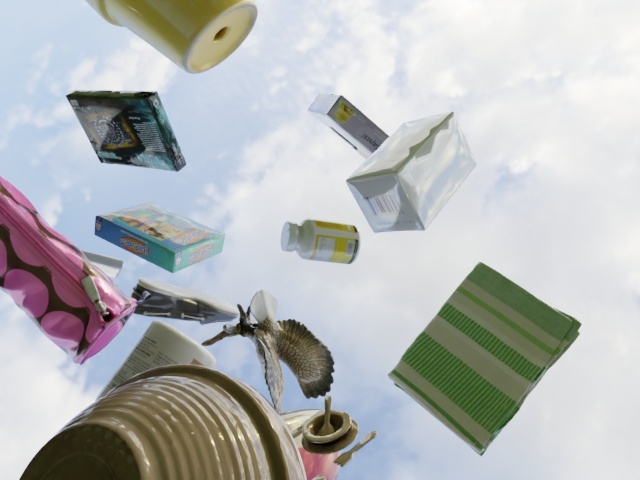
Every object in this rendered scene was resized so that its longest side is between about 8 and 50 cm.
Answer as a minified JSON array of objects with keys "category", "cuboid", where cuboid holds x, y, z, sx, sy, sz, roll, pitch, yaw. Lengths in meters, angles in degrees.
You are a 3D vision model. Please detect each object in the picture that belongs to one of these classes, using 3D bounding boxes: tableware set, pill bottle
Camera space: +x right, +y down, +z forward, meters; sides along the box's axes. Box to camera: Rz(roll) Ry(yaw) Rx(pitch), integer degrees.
[{"category":"tableware set","cuboid":[-0.027,0.291,0.782,0.194,0.039,0.128,-26,-162,-38]},{"category":"pill bottle","cuboid":[-0.283,0.256,0.898,0.131,0.131,0.229,20,-114,32]},{"category":"pill bottle","cuboid":[0.000,0.000,1.371,0.184,0.103,0.103,8,-127,-20]}]

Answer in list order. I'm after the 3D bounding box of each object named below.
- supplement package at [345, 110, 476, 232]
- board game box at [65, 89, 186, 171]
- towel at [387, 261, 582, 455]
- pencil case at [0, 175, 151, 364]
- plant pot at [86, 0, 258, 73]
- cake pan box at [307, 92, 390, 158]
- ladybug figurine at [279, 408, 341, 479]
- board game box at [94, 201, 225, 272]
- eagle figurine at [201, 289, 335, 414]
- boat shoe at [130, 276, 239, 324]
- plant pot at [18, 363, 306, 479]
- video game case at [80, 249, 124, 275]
[{"category":"supplement package","cuboid":[0.144,-0.105,0.863,0.105,0.105,0.179,-3,-144,49]},{"category":"board game box","cuboid":[-0.306,-0.174,0.877,0.186,0.126,0.026,10,-136,30]},{"category":"towel","cuboid":[0.322,0.222,1.112,0.248,0.038,0.325,36,-103,31]},{"category":"pencil case","cuboid":[-0.273,0.019,0.536,0.209,0.098,0.095,44,-114,-6]},{"category":"plant pot","cuboid":[-0.241,-0.422,0.928,0.254,0.254,0.239,-42,-90,-7]},{"category":"cake pan box","cuboid":[0.095,-0.291,1.481,0.070,0.246,0.267,-50,-159,4]},{"category":"ladybug figurine","cuboid":[-0.129,0.428,0.955,0.162,0.449,0.305,60,-44,25]},{"category":"board game box","cuboid":[-0.330,-0.012,1.153,0.210,0.160,0.047,22,-67,22]},{"category":"eagle figurine","cuboid":[-0.117,0.301,1.459,0.298,0.225,0.226,35,-106,28]},{"category":"boat shoe","cuboid":[-0.385,0.191,1.583,0.112,0.335,0.095,30,-85,50]},{"category":"plant pot","cuboid":[-0.136,0.196,0.389,0.237,0.110,0.237,-12,-120,22]},{"category":"video game case","cuboid":[-0.616,0.046,1.393,0.206,0.227,0.026,-24,-128,64]}]
